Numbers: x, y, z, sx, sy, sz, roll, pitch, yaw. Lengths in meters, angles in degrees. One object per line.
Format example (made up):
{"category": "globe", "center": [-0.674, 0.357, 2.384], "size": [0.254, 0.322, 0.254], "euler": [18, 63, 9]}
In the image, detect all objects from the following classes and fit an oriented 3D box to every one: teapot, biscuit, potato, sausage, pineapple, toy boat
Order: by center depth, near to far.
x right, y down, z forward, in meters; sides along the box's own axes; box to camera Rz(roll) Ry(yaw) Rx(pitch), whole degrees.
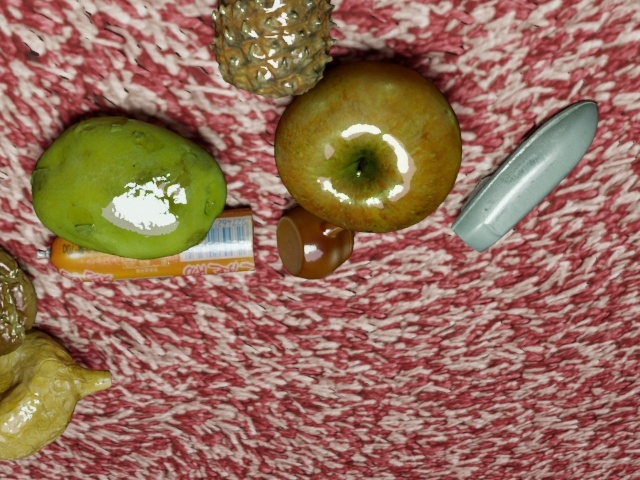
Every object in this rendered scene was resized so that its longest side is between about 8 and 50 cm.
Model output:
{"category": "pineapple", "center": [-0.038, -0.315, 0.961], "size": [0.170, 0.141, 0.310], "euler": [18, 125, 16]}
{"category": "potato", "center": [-0.249, -0.066, 1.135], "size": [0.253, 0.148, 0.186], "euler": [-4, 122, 2]}
{"category": "toy boat", "center": [0.288, -0.095, 1.227], "size": [0.078, 0.085, 0.260], "euler": [32, 110, -30]}
{"category": "sausage", "center": [-0.249, 0.010, 1.248], "size": [0.312, 0.093, 0.093], "euler": [-5, 131, -2]}
{"category": "teapot", "center": [0.000, 0.000, 1.264], "size": [0.116, 0.116, 0.173], "euler": [15, 154, -18]}
{"category": "biscuit", "center": [-0.528, 0.089, 1.282], "size": [0.226, 0.042, 0.226], "euler": [1, 112, 3]}
{"category": "teapot", "center": [-0.476, 0.257, 1.370], "size": [0.311, 0.203, 0.167], "euler": [-21, 138, 6]}

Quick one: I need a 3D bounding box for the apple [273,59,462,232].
{"category": "apple", "center": [0.064, -0.120, 1.113], "size": [0.237, 0.207, 0.237], "euler": [3, 115, 6]}
